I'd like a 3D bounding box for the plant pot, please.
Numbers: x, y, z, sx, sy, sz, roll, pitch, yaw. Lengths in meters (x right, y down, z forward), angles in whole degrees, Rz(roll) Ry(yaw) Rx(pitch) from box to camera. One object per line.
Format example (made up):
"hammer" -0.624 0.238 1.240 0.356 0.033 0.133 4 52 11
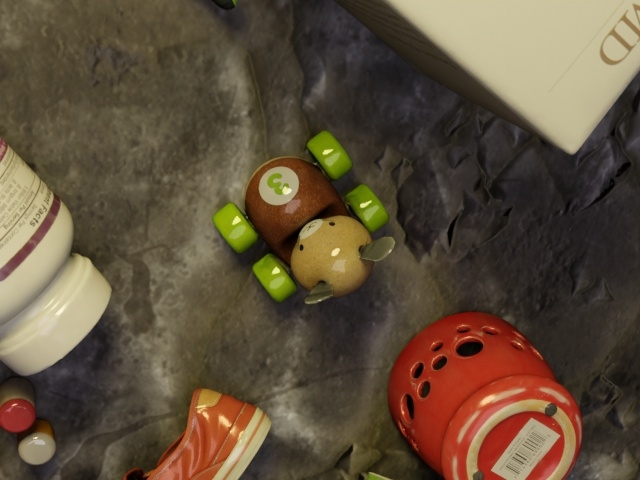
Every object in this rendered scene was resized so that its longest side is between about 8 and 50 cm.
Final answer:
"plant pot" 0.191 0.199 1.204 0.191 0.174 0.191 -5 110 -14

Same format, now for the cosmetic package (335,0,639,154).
"cosmetic package" 0.113 -0.345 0.883 0.393 0.327 0.329 34 97 -26

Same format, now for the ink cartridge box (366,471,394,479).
"ink cartridge box" 0.113 0.338 1.212 0.188 0.255 0.097 25 79 -24

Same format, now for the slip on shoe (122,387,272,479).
"slip on shoe" -0.186 0.303 1.168 0.101 0.123 0.331 36 97 -2

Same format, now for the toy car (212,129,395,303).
"toy car" 0.000 0.000 1.056 0.155 0.188 0.149 -37 116 -1

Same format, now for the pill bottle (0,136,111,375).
"pill bottle" -0.336 -0.018 0.958 0.169 0.169 0.301 -39 116 0

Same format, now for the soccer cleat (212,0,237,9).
"soccer cleat" -0.145 -0.285 0.980 0.072 0.060 0.179 -34 110 8

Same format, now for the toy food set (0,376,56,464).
"toy food set" -0.379 0.193 1.060 0.232 0.104 0.111 13 106 -21
